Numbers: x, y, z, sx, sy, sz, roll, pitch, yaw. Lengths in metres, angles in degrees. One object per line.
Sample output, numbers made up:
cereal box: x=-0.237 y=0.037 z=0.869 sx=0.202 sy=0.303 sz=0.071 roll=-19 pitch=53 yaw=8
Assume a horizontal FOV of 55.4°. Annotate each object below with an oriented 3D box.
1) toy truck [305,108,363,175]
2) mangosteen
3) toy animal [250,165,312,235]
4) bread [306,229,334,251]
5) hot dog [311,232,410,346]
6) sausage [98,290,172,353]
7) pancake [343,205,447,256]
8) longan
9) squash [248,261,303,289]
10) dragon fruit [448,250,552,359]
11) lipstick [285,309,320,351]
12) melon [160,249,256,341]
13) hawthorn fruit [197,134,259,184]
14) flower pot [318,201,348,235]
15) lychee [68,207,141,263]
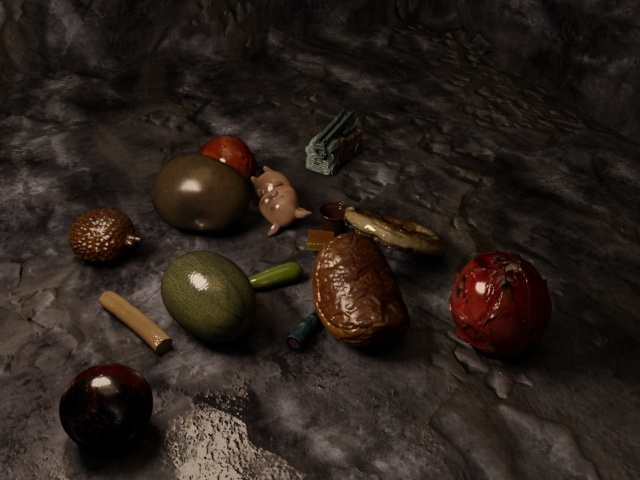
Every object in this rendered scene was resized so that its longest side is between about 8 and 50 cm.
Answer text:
toy truck: x=0.050 y=-0.405 z=2.534 sx=0.133 sy=0.184 sz=0.338 roll=21 pitch=42 yaw=23
mangosteen: x=-0.511 y=0.400 z=1.488 sx=0.216 sy=0.216 sz=0.216 roll=1 pitch=39 yaw=-1
toy animal: x=-0.160 y=-0.148 z=2.230 sx=0.166 sy=0.154 sz=0.250 roll=-39 pitch=48 yaw=16
bread: x=0.000 y=0.000 z=2.142 sx=0.095 sy=0.035 sz=0.090 roll=5 pitch=38 yaw=3
hot dog: x=0.118 y=0.152 z=1.825 sx=0.267 sy=0.174 sz=0.387 roll=0 pitch=49 yaw=-22
sausage: x=-0.550 y=0.235 z=1.799 sx=0.301 sy=0.065 sz=0.066 roll=31 pitch=47 yaw=29
pancake: x=0.247 y=-0.035 z=2.058 sx=0.383 sy=0.071 sz=0.382 roll=19 pitch=12 yaw=-4
longan: x=-0.421 y=-0.164 z=2.138 sx=0.351 sy=0.288 sz=0.288 roll=13 pitch=40 yaw=9
squash: x=-0.151 y=0.117 z=1.967 sx=0.201 sy=0.066 sz=0.066 roll=-15 pitch=42 yaw=-16
dragon fruit: x=0.513 y=0.181 z=1.763 sx=0.296 sy=0.301 sz=0.295 roll=-12 pitch=23 yaw=5
lipstick: x=-0.023 y=0.237 z=1.830 sx=0.054 sy=0.053 sz=0.234 roll=20 pitch=40 yaw=20
melon: x=-0.318 y=0.161 z=1.762 sx=0.302 sy=0.237 sz=0.238 roll=35 pitch=48 yaw=28
hawthorn fruit: x=-0.339 y=-0.301 z=2.361 sx=0.242 sy=0.241 sz=0.272 roll=28 pitch=42 yaw=28
flower pot: x=0.045 y=-0.073 z=2.193 sx=0.111 sy=0.089 sz=0.111 roll=2 pitch=39 yaw=-2
lychee: x=-0.707 y=-0.015 z=2.006 sx=0.239 sy=0.200 sz=0.200 roll=4 pitch=38 yaw=8
